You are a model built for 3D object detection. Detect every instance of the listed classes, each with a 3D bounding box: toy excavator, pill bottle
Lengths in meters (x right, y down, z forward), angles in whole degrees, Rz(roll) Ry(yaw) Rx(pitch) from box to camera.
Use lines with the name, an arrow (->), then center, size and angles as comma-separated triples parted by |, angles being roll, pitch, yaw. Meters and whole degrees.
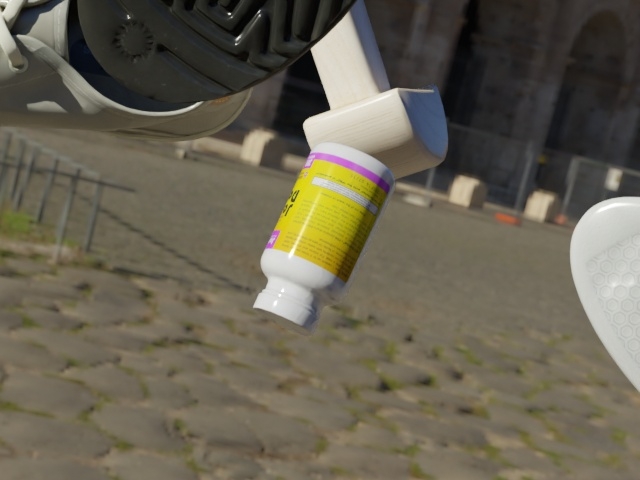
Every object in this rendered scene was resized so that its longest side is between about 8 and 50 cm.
toy excavator -> -0.006, -0.309, 1.002 | 0.222, 0.433, 0.445 | -16, 26, 21
pill bottle -> 0.000, 0.000, 0.558 | 0.043, 0.083, 0.043 | 23, -13, 6

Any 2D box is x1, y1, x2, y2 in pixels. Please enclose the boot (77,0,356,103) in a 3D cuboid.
boot -> 0.010, -0.218, 0.728 | 0.131, 0.348, 0.260 | 43, 2, -3

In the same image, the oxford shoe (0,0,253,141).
oxford shoe -> -0.267, -0.155, 0.930 | 0.449, 0.169, 0.130 | 3, -6, -11

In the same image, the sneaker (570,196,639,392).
sneaker -> 0.268, 0.073, 0.693 | 0.295, 0.105, 0.147 | 35, 14, 7
